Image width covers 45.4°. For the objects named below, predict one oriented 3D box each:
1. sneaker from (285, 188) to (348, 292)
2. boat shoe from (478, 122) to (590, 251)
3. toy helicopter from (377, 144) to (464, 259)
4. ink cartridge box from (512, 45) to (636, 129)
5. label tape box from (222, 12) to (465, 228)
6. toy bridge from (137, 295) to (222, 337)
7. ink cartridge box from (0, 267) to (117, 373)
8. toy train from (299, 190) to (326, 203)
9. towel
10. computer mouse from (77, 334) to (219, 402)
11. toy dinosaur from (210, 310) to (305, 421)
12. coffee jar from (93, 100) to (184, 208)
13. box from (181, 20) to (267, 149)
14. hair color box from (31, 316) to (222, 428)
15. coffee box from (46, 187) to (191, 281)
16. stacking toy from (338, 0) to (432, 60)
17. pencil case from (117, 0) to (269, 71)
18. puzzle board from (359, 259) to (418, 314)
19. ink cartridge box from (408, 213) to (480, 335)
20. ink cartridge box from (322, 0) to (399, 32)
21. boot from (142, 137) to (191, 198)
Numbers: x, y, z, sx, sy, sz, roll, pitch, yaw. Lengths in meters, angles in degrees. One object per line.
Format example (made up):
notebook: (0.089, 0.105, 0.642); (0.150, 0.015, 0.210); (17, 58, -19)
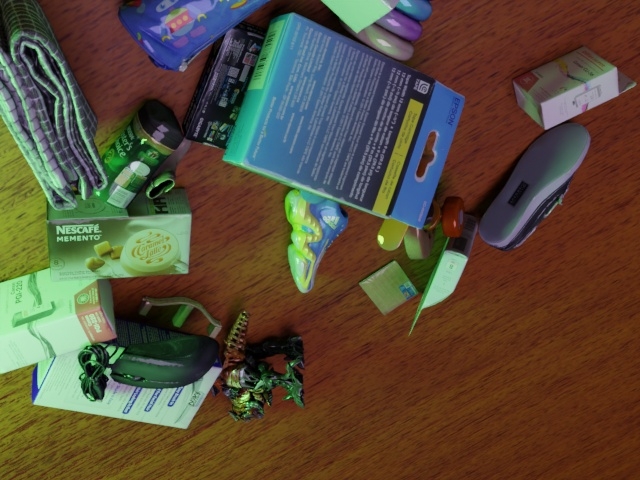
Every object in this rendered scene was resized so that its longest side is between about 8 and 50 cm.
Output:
sneaker: (0.000, 0.000, 1.541); (0.126, 0.091, 0.240); (-11, 128, -12)
boat shoe: (0.463, -0.104, 1.612); (0.105, 0.113, 0.306); (24, 102, -48)
toy helicopter: (0.174, -0.129, 1.441); (0.140, 0.235, 0.355); (2, 113, 23)
ink cartridge box: (0.488, -0.304, 1.471); (0.198, 0.115, 0.067); (-25, 130, -1)
label tape box: (0.045, -0.189, 1.275); (0.348, 0.115, 0.249); (19, 90, -26)
toy bridge: (-0.286, 0.150, 1.594); (0.188, 0.026, 0.063); (24, 112, -33)
ink cartridge box: (-0.502, 0.133, 1.417); (0.218, 0.158, 0.092); (-19, 131, -6)
toy train: (0.056, -0.157, 1.407); (0.248, 0.143, 0.105); (-20, 130, -4)
towel: (-0.413, -0.214, 1.140); (0.121, 0.235, 0.283); (-26, 132, -12)
computer mouse: (-0.321, 0.252, 1.472); (0.272, 0.072, 0.188); (-8, 145, -21)
toy dinosaur: (-0.145, 0.292, 1.683); (0.218, 0.164, 0.322); (-2, 150, 2)
coffee jar: (-0.314, -0.148, 1.312); (0.079, 0.096, 0.184); (31, 110, -38)
box: (-0.122, -0.256, 1.329); (0.175, 0.051, 0.220); (12, 120, -27)
hair color box: (-0.399, 0.269, 1.592); (0.339, 0.110, 0.185); (19, 115, -29)
coffee box: (-0.366, -0.013, 1.394); (0.247, 0.098, 0.141); (-2, 126, -18)
stacking toy: (0.166, -0.463, 1.229); (0.141, 0.141, 0.330); (19, 114, -30)
pencil case: (-0.159, -0.378, 1.176); (0.306, 0.119, 0.133); (-33, 100, 7)
puzzle board: (0.155, 0.107, 1.731); (0.096, 0.011, 0.128); (-34, 130, 6)
ink cartridge box: (0.266, 0.078, 1.639); (0.066, 0.189, 0.232); (19, 121, 9)
ink cartridge box: (0.023, -0.482, 1.055); (0.306, 0.131, 0.226); (38, 80, -15)
boot: (-0.268, -0.126, 1.351); (0.118, 0.087, 0.042); (-42, 126, 13)
